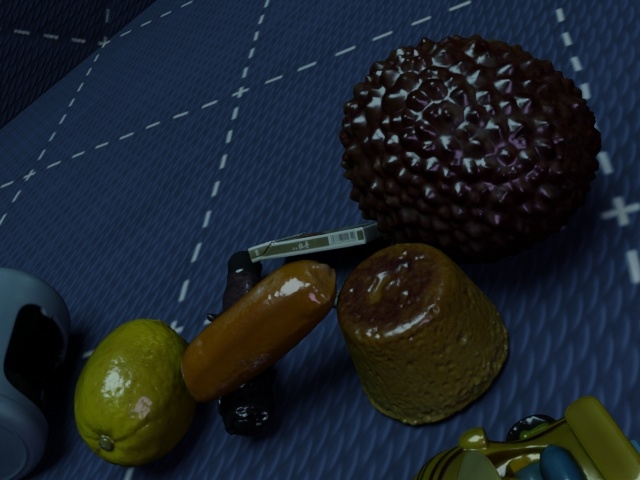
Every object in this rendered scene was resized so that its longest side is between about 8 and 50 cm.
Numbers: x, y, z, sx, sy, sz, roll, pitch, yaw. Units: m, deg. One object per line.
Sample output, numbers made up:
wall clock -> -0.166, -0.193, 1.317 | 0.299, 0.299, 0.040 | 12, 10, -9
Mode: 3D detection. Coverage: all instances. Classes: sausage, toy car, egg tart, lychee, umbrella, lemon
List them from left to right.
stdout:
lemon -> -0.250, 0.209, 0.970 | 0.170, 0.170, 0.207 | -11, 38, 28
umbrella -> -0.105, 0.133, 1.005 | 0.094, 0.090, 0.326 | -27, 39, 18
sausage -> -0.076, 0.109, 0.854 | 0.238, 0.098, 0.098 | -38, 37, 12
egg tart -> 0.108, 0.098, 0.839 | 0.202, 0.147, 0.203 | -22, 38, 19
lychee -> 0.189, -0.113, 0.889 | 0.306, 0.330, 0.306 | -48, 18, 21
toy car -> 0.185, 0.246, 0.629 | 0.247, 0.142, 0.200 | -30, 37, 4

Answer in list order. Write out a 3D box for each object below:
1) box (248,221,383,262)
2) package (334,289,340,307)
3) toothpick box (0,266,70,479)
box -> 0.000, 0.000, 1.068 | 0.198, 0.029, 0.109 | -10, 3, 28
package -> 0.016, 0.085, 1.027 | 0.110, 0.015, 0.037 | 5, 47, 37
toothpick box -> -0.558, 0.197, 1.146 | 0.263, 0.263, 0.355 | -25, 38, 13
